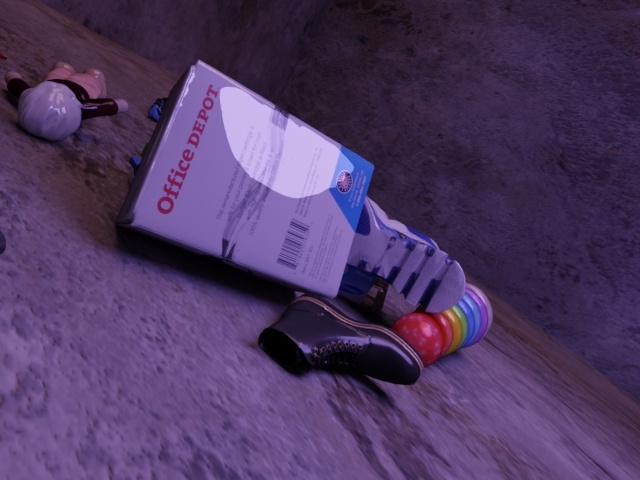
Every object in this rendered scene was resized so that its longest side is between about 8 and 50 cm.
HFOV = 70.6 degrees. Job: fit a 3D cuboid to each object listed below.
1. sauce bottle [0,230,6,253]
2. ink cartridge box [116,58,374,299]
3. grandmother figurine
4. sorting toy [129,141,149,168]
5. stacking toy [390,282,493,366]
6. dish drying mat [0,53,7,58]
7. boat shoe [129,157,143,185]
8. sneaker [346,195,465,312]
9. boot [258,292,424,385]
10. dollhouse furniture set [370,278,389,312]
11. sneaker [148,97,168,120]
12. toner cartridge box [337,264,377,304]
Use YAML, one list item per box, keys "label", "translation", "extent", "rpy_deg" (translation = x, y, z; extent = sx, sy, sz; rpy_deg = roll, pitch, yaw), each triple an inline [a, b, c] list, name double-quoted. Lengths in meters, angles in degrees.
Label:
- label: "sauce bottle"
  translation: [-0.307, 0.010, 0.346]
  extent: [0.042, 0.042, 0.128]
  rpy_deg: [34, 13, 9]
- label: "ink cartridge box"
  translation: [-0.098, -0.069, 0.659]
  extent: [0.307, 0.223, 0.129]
  rpy_deg: [24, -13, -30]
- label: "grandmother figurine"
  translation: [-0.475, -0.265, 0.850]
  extent: [0.207, 0.104, 0.342]
  rpy_deg: [-2, 28, -16]
- label: "sorting toy"
  translation: [-0.230, -0.121, 0.975]
  extent: [0.347, 0.047, 0.196]
  rpy_deg: [24, 16, -33]
- label: "stacking toy"
  translation: [0.223, 0.157, 0.845]
  extent: [0.141, 0.141, 0.330]
  rpy_deg: [38, 18, 24]
- label: "dish drying mat"
  translation: [-0.742, -0.429, 1.001]
  extent: [0.083, 0.008, 0.032]
  rpy_deg: [31, 12, -6]
- label: "boat shoe"
  translation: [-0.259, -0.094, 0.735]
  extent: [0.065, 0.083, 0.183]
  rpy_deg: [18, 20, -47]
- label: "sneaker"
  translation: [0.125, 0.016, 0.850]
  extent: [0.315, 0.128, 0.182]
  rpy_deg: [37, 8, 16]
- label: "boot"
  translation: [0.026, 0.148, 0.570]
  extent: [0.197, 0.077, 0.137]
  rpy_deg: [22, 15, 15]
- label: "dollhouse furniture set"
  translation: [0.099, 0.089, 0.929]
  extent: [0.081, 0.091, 0.114]
  rpy_deg: [18, 14, 9]
- label: "sneaker"
  translation: [-0.452, -0.394, 1.382]
  extent: [0.067, 0.078, 0.188]
  rpy_deg: [33, 13, 4]
- label: "toner cartridge box"
  translation: [0.000, 0.000, 1.004]
  extent: [0.165, 0.075, 0.348]
  rpy_deg: [27, 14, -18]
